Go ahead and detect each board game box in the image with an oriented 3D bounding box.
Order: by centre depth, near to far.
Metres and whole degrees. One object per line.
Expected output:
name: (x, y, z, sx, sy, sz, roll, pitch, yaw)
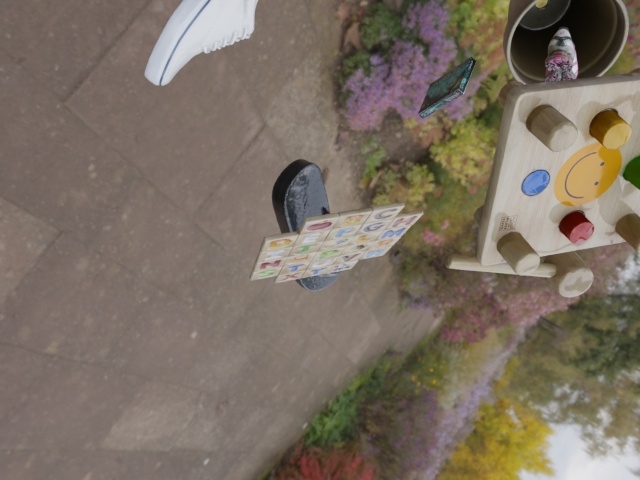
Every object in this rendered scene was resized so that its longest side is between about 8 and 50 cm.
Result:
board game box: (0.362, -0.437, 1.792, 0.186, 0.026, 0.126, -25, -143, 59)

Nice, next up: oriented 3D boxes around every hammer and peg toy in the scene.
hammer and peg toy: (0.327, -0.043, 0.825, 0.266, 0.127, 0.361, -8, 129, -13)

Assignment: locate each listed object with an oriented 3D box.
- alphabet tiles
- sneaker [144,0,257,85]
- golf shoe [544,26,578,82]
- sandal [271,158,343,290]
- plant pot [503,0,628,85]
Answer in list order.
alphabet tiles: (0.021, 0.013, 1.146, 0.285, 0.011, 0.342, -10, 162, -16)
sneaker: (-0.137, -0.301, 0.840, 0.258, 0.091, 0.094, -47, -166, 15)
golf shoe: (0.529, -0.393, 1.354, 0.186, 0.067, 0.086, 23, 78, -70)
sandal: (-0.002, 0.001, 1.427, 0.167, 0.107, 0.445, -53, 151, -19)
plant pot: (0.663, -0.630, 1.777, 0.280, 0.323, 0.323, -91, -171, -46)
